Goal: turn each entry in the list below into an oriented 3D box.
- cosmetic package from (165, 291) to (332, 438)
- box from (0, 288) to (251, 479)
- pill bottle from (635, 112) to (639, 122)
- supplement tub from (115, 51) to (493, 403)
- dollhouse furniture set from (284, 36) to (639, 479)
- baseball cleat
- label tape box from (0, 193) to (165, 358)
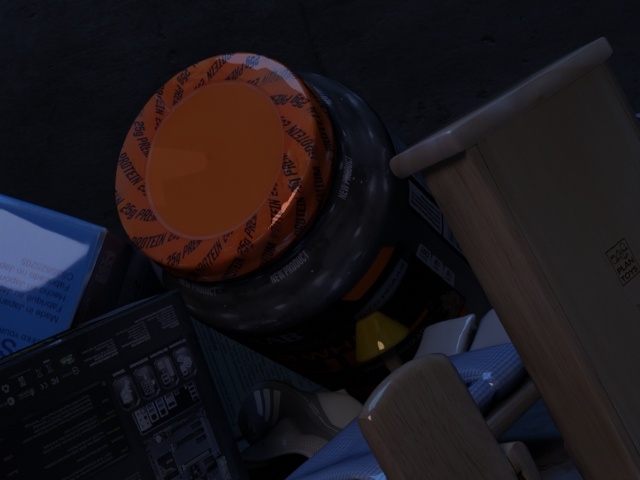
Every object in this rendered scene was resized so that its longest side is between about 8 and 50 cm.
[{"bbox_3d":[0.000,0.076,1.186,0.309,0.160,0.113,-20,3,-17],"label":"cosmetic package"},{"bbox_3d":[-0.142,0.149,0.638,0.059,0.183,0.232,-18,5,40],"label":"box"},{"bbox_3d":[0.348,-0.041,0.868,0.322,0.182,0.181,-21,4,-12],"label":"pill bottle"},{"bbox_3d":[0.000,0.000,0.911,0.207,0.207,0.338,-18,-28,22],"label":"supplement tub"},{"bbox_3d":[0.032,0.067,0.638,0.286,0.198,0.303,-32,5,-38],"label":"dollhouse furniture set"},{"bbox_3d":[-0.038,0.156,0.893,0.109,0.072,0.206,-29,4,-29],"label":"baseball cleat"},{"bbox_3d":[-0.264,0.028,0.890,0.249,0.115,0.348,17,-9,3],"label":"label tape box"}]
